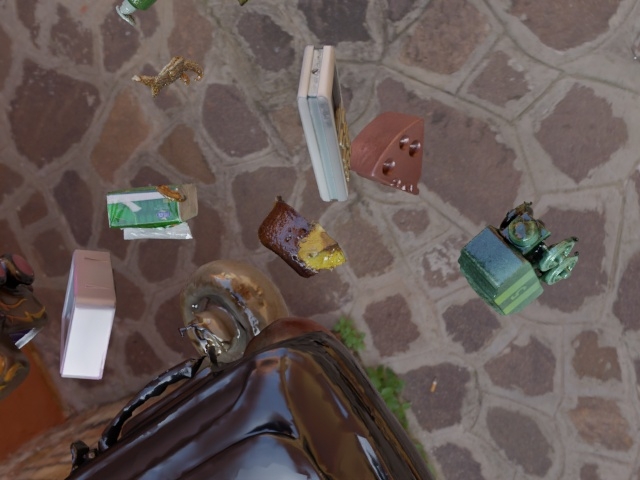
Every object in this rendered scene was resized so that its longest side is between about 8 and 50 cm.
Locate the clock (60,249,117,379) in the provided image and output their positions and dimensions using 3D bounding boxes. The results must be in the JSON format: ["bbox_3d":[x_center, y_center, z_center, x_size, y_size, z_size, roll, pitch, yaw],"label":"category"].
[{"bbox_3d":[-0.391,0.117,0.975,0.197,0.063,0.150,48,125,57],"label":"clock"}]

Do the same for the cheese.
[{"bbox_3d":[0.142,-0.192,1.397,0.128,0.177,0.202,28,129,41],"label":"cheese"}]

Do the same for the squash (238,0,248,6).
[{"bbox_3d":[-0.168,-0.662,1.366,0.155,0.204,0.236,-23,57,9],"label":"squash"}]

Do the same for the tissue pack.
[{"bbox_3d":[-0.465,-0.076,1.634,0.209,0.148,0.156,-3,98,8],"label":"tissue pack"}]

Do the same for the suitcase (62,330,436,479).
[{"bbox_3d":[-0.061,0.270,0.478,0.345,0.188,0.339,-35,78,11],"label":"suitcase"}]

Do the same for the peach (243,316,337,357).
[{"bbox_3d":[-0.064,0.298,1.346,0.253,0.252,0.252,9,109,26],"label":"peach"}]

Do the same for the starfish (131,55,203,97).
[{"bbox_3d":[-0.352,-0.384,1.338,0.150,0.210,0.053,-37,88,38],"label":"starfish"}]

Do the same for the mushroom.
[{"bbox_3d":[-0.270,0.240,1.681,0.362,0.295,0.362,14,117,29],"label":"mushroom"}]

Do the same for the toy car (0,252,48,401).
[{"bbox_3d":[-0.628,0.184,1.056,0.271,0.340,0.240,-38,89,-1],"label":"toy car"}]

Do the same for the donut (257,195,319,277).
[{"bbox_3d":[-0.065,-0.006,1.434,0.187,0.144,0.126,41,85,-13],"label":"donut"}]

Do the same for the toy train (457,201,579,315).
[{"bbox_3d":[0.456,0.051,1.336,0.238,0.299,0.167,-43,56,9],"label":"toy train"}]

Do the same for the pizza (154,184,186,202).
[{"bbox_3d":[-0.377,-0.117,1.462,0.083,0.037,0.016,25,135,-21],"label":"pizza"}]

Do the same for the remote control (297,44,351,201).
[{"bbox_3d":[0.014,-0.180,0.954,0.056,0.277,0.102,1,62,9],"label":"remote control"}]

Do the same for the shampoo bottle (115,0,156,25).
[{"bbox_3d":[-0.351,-0.537,1.219,0.204,0.065,0.065,-31,90,24],"label":"shampoo bottle"}]

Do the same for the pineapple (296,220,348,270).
[{"bbox_3d":[0.000,0.000,1.206,0.077,0.114,0.114,-56,47,49],"label":"pineapple"}]
